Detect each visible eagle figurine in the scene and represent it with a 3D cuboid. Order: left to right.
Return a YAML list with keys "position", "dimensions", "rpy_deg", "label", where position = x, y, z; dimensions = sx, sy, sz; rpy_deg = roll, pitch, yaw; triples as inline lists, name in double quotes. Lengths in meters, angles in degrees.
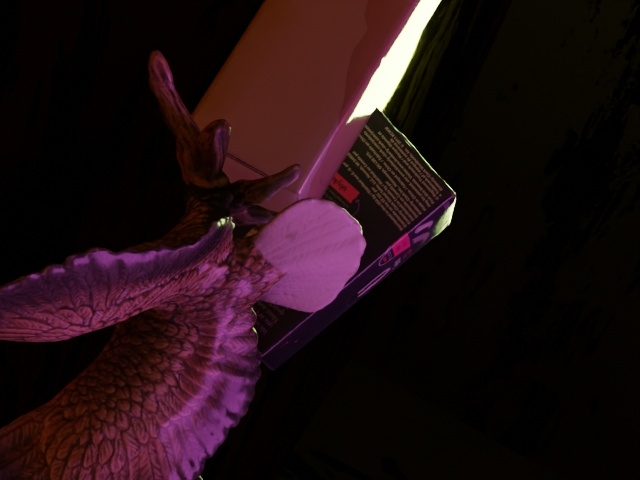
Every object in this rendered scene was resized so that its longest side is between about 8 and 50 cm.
- position: [-0.133, 0.053, 1.037]
  dimensions: [0.225, 0.226, 0.298]
  rpy_deg: [-40, -165, 44]
  label: "eagle figurine"

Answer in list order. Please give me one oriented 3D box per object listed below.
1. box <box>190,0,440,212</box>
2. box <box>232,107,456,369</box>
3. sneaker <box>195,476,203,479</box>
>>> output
- position: [0.004, -0.175, 1.337]
  dimensions: [0.311, 0.121, 0.148]
  rpy_deg: [-60, 173, -13]
  label: "box"
- position: [0.000, 0.000, 1.576]
  dimensions: [0.270, 0.143, 0.165]
  rpy_deg: [-40, 170, -3]
  label: "box"
- position: [-0.270, 0.438, 1.917]
  dimensions: [0.182, 0.158, 0.410]
  rpy_deg: [-16, 147, -33]
  label: "sneaker"
